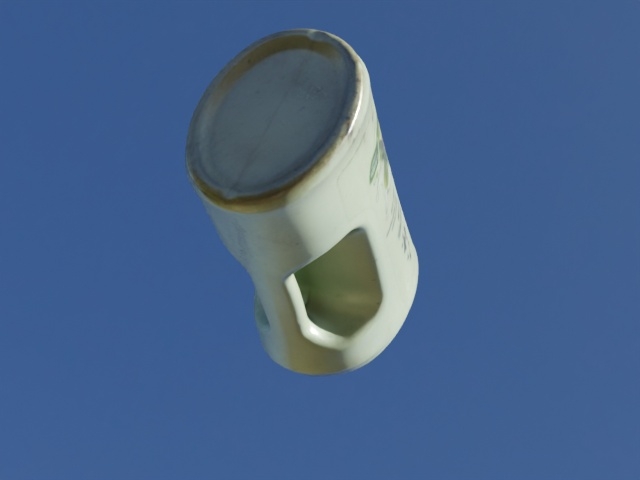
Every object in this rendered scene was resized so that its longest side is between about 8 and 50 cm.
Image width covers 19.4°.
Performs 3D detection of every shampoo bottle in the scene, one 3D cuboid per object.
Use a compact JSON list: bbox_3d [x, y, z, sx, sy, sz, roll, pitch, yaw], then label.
[{"bbox_3d":[0.000,0.000,1.032,0.087,0.118,0.234,14,-30,22],"label":"shampoo bottle"}]
